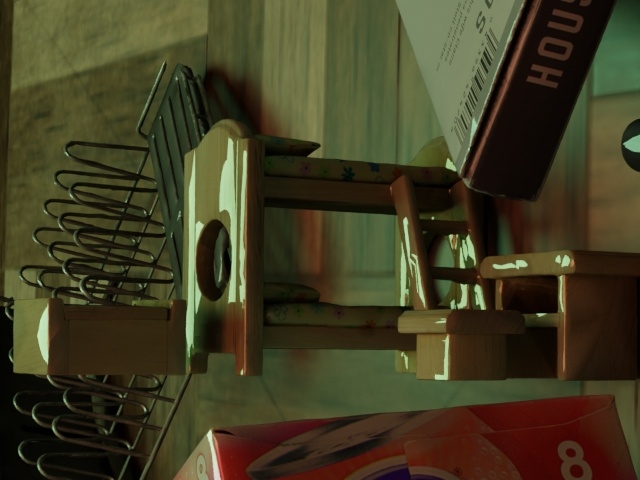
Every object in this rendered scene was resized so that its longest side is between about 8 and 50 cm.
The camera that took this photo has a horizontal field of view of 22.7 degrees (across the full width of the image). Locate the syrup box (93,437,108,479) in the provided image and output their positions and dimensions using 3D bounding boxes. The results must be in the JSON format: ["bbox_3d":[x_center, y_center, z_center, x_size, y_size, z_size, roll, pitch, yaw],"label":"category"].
[{"bbox_3d":[-0.177,0.196,0.968,0.237,0.096,0.093,62,140,41],"label":"syrup box"}]

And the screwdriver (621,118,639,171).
[{"bbox_3d":[0.158,-0.029,0.486,0.170,0.024,0.025,7,124,54],"label":"screwdriver"}]

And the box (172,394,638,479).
[{"bbox_3d":[0.000,0.179,0.574,0.300,0.142,0.154,124,138,-57],"label":"box"}]

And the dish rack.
[{"bbox_3d":[-0.121,0.041,0.881,0.208,0.074,0.271,-108,35,-45],"label":"dish rack"}]

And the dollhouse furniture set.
[{"bbox_3d":[0.000,0.000,0.589,0.161,0.182,0.101,-6,82,60],"label":"dollhouse furniture set"}]

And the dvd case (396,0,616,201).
[{"bbox_3d":[0.067,-0.143,0.521,0.238,0.029,0.179,-100,26,-61],"label":"dvd case"}]
